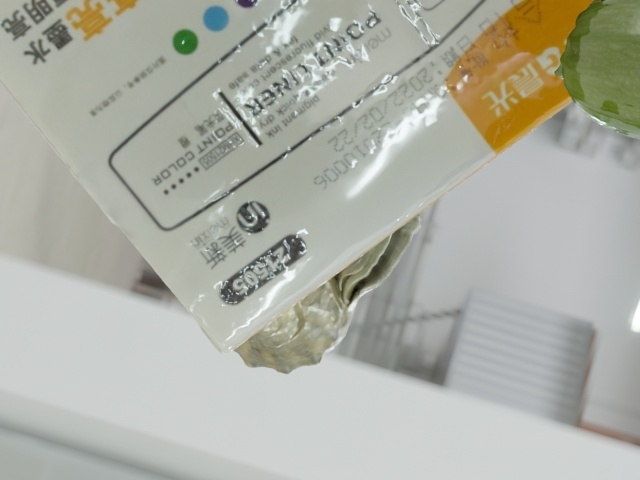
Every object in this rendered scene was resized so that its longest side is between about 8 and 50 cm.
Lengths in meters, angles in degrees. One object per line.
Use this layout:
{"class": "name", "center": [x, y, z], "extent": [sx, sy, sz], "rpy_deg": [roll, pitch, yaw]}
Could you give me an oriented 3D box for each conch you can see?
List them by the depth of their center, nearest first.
{"class": "conch", "center": [0.000, 0.000, 1.146], "extent": [0.207, 0.155, 0.130], "rpy_deg": [-58, 139, -58]}

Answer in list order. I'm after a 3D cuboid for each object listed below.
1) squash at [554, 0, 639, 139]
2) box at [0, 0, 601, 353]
{"class": "squash", "center": [0.208, -0.063, 0.698], "extent": [0.069, 0.239, 0.069], "rpy_deg": [-31, 125, -59]}
{"class": "box", "center": [-0.008, -0.110, 0.862], "extent": [0.274, 0.221, 0.091], "rpy_deg": [-39, -167, 8]}
